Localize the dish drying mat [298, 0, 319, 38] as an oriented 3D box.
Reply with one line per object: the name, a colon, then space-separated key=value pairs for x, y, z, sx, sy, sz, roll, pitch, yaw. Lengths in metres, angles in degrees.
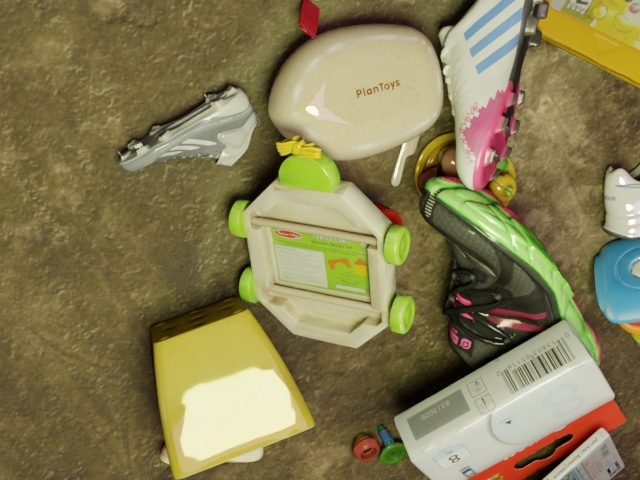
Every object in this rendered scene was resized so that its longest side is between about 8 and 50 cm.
dish drying mat: x=-0.017 y=-0.315 z=1.390 sx=0.032 sy=0.083 sz=0.008 roll=38 pitch=123 yaw=-23

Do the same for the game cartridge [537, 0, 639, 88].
game cartridge: x=0.487 y=-0.395 z=1.425 sx=0.324 sy=0.285 sz=0.052 roll=-60 pitch=156 yaw=8

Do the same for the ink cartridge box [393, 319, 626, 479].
ink cartridge box: x=0.333 y=0.317 z=1.583 sx=0.308 sy=0.091 sz=0.385 roll=-32 pitch=136 yaw=9

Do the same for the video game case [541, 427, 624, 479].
video game case: x=0.445 y=0.427 z=1.729 sx=0.193 sy=0.023 sz=0.212 roll=-42 pitch=145 yaw=-1

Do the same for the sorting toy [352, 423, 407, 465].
sorting toy: x=0.098 y=0.342 z=1.654 sx=0.102 sy=0.042 sz=0.061 roll=13 pitch=119 yaw=-31

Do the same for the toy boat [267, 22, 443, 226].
toy boat: x=0.054 y=-0.152 z=1.440 sx=0.267 sy=0.148 sz=0.318 roll=-12 pitch=102 yaw=-18

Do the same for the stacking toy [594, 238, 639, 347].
stacking toy: x=0.587 y=0.135 z=1.681 sx=0.165 sy=0.175 sz=0.302 roll=-14 pitch=135 yaw=24

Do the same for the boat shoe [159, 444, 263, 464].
boat shoe: x=-0.171 y=0.319 z=1.557 sx=0.170 sy=0.063 sz=0.059 roll=0 pitch=105 yaw=-26

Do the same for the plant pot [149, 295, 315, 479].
plant pot: x=-0.154 y=0.200 z=1.454 sx=0.212 sy=0.212 sz=0.187 roll=-20 pitch=99 yaw=-9

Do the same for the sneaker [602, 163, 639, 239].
sneaker: x=0.605 y=-0.092 z=1.626 sx=0.297 sy=0.111 sz=0.129 roll=-15 pitch=105 yaw=-12

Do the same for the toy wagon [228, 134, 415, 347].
toy wagon: x=0.000 y=0.000 z=1.400 sx=0.267 sy=0.068 sz=0.344 roll=10 pitch=125 yaw=24

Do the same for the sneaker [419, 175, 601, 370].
sneaker: x=0.277 y=0.098 z=1.524 sx=0.202 sy=0.185 sz=0.483 roll=-35 pitch=123 yaw=3

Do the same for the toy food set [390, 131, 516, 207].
toy food set: x=0.221 y=-0.098 z=1.529 sx=0.217 sy=0.071 sz=0.128 roll=20 pitch=100 yaw=-20

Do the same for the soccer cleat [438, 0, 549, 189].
soccer cleat: x=0.229 y=-0.236 z=1.433 sx=0.143 sy=0.116 sz=0.331 roll=14 pitch=81 yaw=20

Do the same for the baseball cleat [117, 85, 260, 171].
baseball cleat: x=-0.181 y=-0.134 z=1.404 sx=0.206 sy=0.072 sz=0.109 roll=-30 pitch=119 yaw=-1
